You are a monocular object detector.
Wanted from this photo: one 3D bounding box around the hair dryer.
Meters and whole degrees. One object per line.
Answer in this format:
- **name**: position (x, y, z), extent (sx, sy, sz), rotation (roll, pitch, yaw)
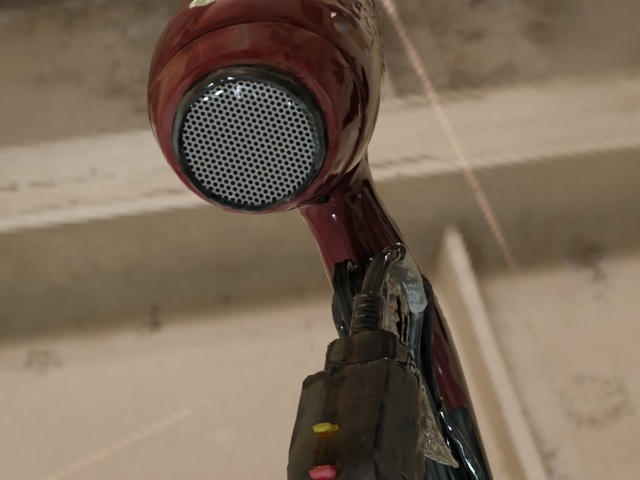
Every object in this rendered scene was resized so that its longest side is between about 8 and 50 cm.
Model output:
- **hair dryer**: position (0.000, 0.000, 0.659), extent (0.080, 0.223, 0.293), rotation (-12, -116, 9)
